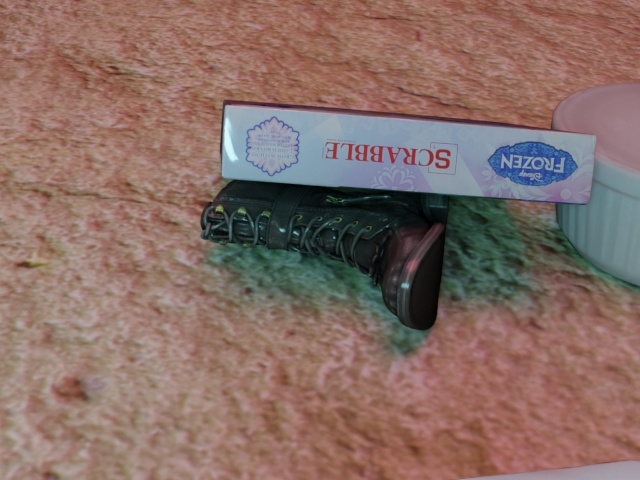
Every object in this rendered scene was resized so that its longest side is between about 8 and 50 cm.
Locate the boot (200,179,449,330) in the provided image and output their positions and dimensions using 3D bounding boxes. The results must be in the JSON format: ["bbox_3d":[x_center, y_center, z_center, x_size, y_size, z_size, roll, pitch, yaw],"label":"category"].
[{"bbox_3d":[0.000,0.000,1.010,0.228,0.091,0.263,6,19,6],"label":"boot"}]

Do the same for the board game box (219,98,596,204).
[{"bbox_3d":[0.061,-0.092,1.064,0.317,0.066,0.319,4,7,-5],"label":"board game box"}]

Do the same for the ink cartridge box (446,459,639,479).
[{"bbox_3d":[-0.030,0.232,0.328,0.271,0.310,0.130,-3,31,-11],"label":"ink cartridge box"}]

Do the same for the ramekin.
[{"bbox_3d":[0.359,-0.051,1.086,0.272,0.127,0.273,2,29,-1],"label":"ramekin"}]
